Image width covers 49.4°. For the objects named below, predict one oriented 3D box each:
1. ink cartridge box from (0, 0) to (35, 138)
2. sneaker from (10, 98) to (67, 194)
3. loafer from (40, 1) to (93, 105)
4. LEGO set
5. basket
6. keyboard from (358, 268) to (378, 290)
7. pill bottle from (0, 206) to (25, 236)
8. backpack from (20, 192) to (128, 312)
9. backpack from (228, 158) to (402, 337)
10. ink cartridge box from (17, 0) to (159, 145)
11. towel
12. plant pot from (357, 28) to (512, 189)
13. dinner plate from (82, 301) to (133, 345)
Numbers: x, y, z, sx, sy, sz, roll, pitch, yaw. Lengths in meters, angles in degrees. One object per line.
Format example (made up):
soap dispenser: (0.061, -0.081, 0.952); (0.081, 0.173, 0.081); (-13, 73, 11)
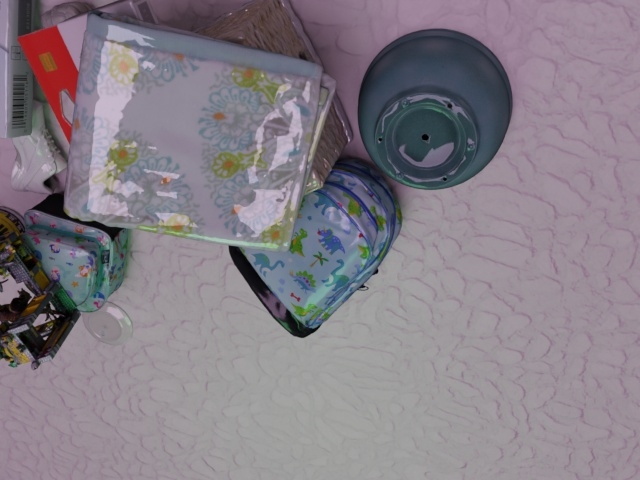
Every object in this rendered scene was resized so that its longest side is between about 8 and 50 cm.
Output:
ink cartridge box: (-0.768, -0.389, 1.408); (0.384, 0.091, 0.308); (10, 106, 11)
sneaker: (-0.612, -0.201, 1.535); (0.115, 0.090, 0.232); (15, 128, -6)
loafer: (-0.471, -0.317, 1.416); (0.111, 0.112, 0.320); (-6, 110, 23)
LEGO set: (-0.676, 0.146, 1.445); (0.254, 0.192, 0.332); (-12, 117, 11)
basket: (-0.166, -0.228, 1.294); (0.331, 0.266, 0.328); (-18, 114, 24)
keyboard: (0.040, 0.077, 1.557); (0.192, 0.038, 0.100); (-19, 90, 24)
pill bottle: (-0.787, 0.018, 1.619); (0.119, 0.208, 0.119); (6, 121, 10)
backpack: (-0.568, 0.046, 1.603); (0.225, 0.191, 0.254); (16, 127, 4)
backpack: (0.000, 0.000, 1.407); (0.355, 0.273, 0.290); (-38, 86, 15)
ink cartridge box: (-0.348, -0.221, 1.150); (0.261, 0.066, 0.297); (-11, 116, 19)
towel: (-0.188, -0.153, 1.075); (0.374, 0.090, 0.321); (10, 111, -13)
plant pot: (0.196, -0.210, 1.252); (0.292, 0.196, 0.293); (7, 121, 11)
dinner plate: (-0.550, 0.216, 1.786); (0.141, 0.017, 0.141); (7, 121, 12)
